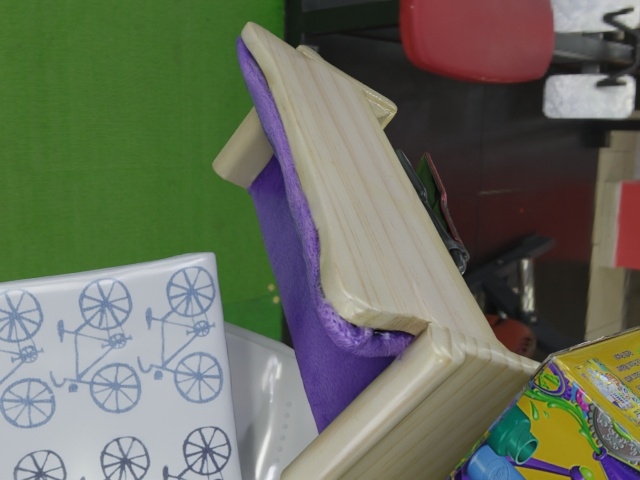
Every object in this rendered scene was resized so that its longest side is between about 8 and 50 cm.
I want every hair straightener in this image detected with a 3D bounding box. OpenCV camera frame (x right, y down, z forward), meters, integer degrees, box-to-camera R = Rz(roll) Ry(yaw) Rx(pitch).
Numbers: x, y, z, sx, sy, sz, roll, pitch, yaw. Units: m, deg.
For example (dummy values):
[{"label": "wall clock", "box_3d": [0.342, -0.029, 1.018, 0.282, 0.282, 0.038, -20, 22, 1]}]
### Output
[{"label": "hair straightener", "box_3d": [0.112, -0.029, 0.840, 0.089, 0.230, 0.047, 6, 135, -16]}]

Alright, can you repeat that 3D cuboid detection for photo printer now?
[{"label": "photo printer", "box_3d": [-0.145, 0.186, 0.629, 0.256, 0.308, 0.107, -66, 154, -15]}]

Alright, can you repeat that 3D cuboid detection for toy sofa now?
[{"label": "toy sofa", "box_3d": [0.000, 0.000, 0.536, 0.177, 0.362, 0.150, 22, 121, -33]}]

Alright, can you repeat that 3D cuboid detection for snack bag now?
[{"label": "snack bag", "box_3d": [-0.216, 0.180, 0.433, 0.343, 0.037, 0.323, -6, 98, -12]}]

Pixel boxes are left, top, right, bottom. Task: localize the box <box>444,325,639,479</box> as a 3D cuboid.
[{"label": "box", "box_3d": [0.165, 0.242, 0.342, 0.177, 0.279, 0.290, -1, 130, -47]}]
